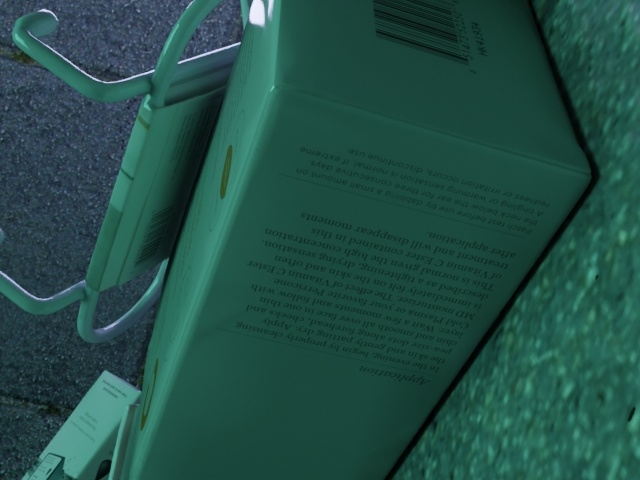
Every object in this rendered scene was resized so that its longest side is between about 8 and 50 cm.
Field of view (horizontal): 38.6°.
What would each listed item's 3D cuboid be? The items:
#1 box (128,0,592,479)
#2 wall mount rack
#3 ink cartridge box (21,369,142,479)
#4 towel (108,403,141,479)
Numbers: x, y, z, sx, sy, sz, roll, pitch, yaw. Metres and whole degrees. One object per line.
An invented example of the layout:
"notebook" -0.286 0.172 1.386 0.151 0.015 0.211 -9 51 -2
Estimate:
"box" 0.000 0.000 0.605 0.215 0.168 0.345 -90 20 -47
"wall mount rack" -0.133 -0.094 0.750 0.304 0.130 0.350 -36 -22 -53
"ink cartridge box" -0.168 0.225 0.732 0.082 0.139 0.190 9 60 55
"towel" -0.082 0.223 0.683 0.029 0.197 0.144 -32 38 34
